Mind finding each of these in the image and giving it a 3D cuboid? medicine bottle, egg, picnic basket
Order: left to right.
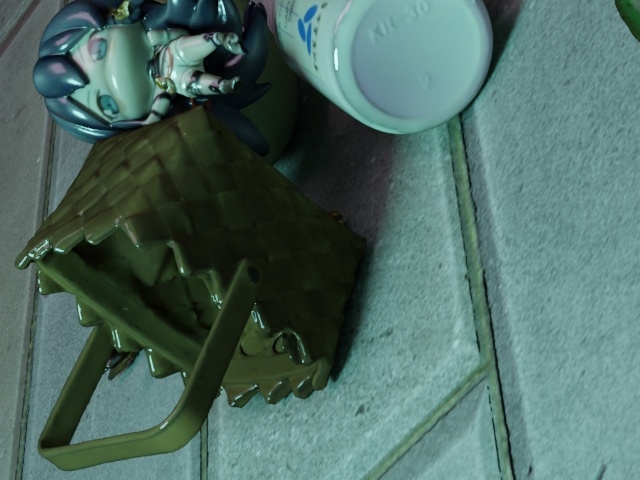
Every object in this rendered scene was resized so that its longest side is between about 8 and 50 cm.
[{"bbox_3d":[-0.137,0.069,1.848,0.254,0.291,0.321,-15,43,50],"label":"picnic basket"},{"bbox_3d":[-0.128,-0.166,2.164,0.218,0.218,0.295,-58,31,12],"label":"egg"},{"bbox_3d":[0.045,-0.216,1.922,0.170,0.170,0.293,-61,23,6],"label":"medicine bottle"}]

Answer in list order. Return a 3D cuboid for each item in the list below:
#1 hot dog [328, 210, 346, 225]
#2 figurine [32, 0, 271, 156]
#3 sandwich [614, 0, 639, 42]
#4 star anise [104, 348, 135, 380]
[{"bbox_3d":[0.000,0.000,1.980,0.083,0.021,0.037,-35,57,43],"label":"hot dog"},{"bbox_3d":[-0.159,-0.175,1.949,0.265,0.197,0.175,9,83,22],"label":"figurine"},{"bbox_3d":[0.303,-0.209,1.519,0.159,0.079,0.235,-48,30,10],"label":"sandwich"},{"bbox_3d":[-0.203,0.042,2.278,0.272,0.103,0.272,-170,90,-89],"label":"star anise"}]
